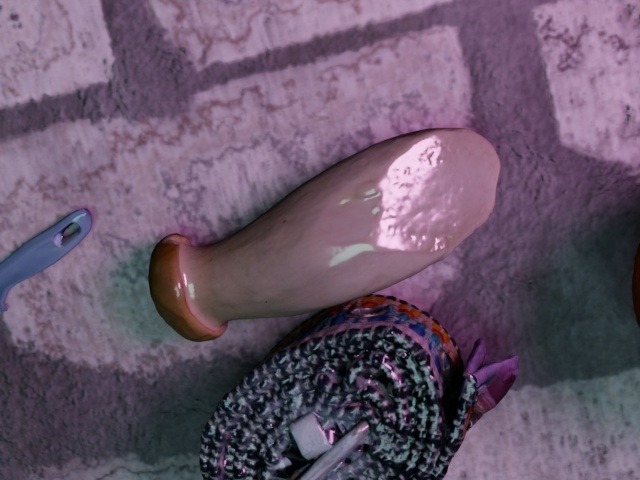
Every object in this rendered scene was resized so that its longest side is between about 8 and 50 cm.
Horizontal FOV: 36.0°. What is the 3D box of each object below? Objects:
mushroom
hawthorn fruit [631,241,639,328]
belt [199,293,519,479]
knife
[{"bbox_3d":[0.000,0.000,0.903,0.350,0.128,0.128,-20,109,18],"label":"mushroom"},{"bbox_3d":[0.411,0.035,0.798,0.284,0.284,0.284,2,113,5],"label":"hawthorn fruit"},{"bbox_3d":[0.027,0.171,0.952,0.207,0.160,0.295,42,109,7],"label":"belt"},{"bbox_3d":[-0.344,0.060,1.019,0.313,0.019,0.044,-34,108,20],"label":"knife"}]
